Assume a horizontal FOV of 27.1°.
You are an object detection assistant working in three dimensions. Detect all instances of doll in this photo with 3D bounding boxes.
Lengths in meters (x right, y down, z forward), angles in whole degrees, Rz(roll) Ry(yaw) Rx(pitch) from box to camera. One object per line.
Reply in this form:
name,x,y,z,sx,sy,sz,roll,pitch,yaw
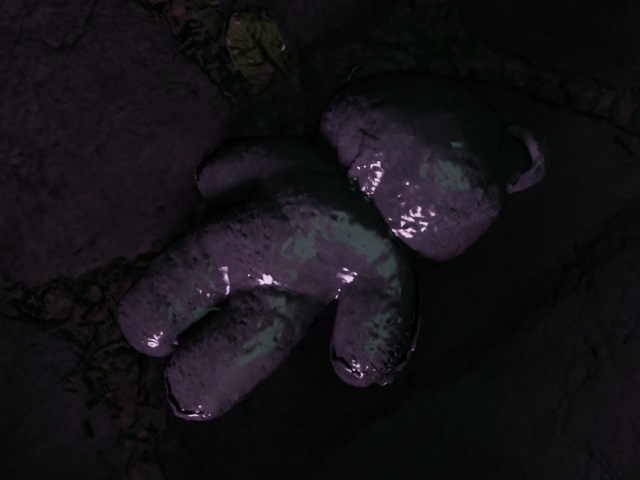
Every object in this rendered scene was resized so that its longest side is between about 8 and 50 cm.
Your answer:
doll,0.004,0.001,1.042,0.340,0.158,0.246,-47,58,0
